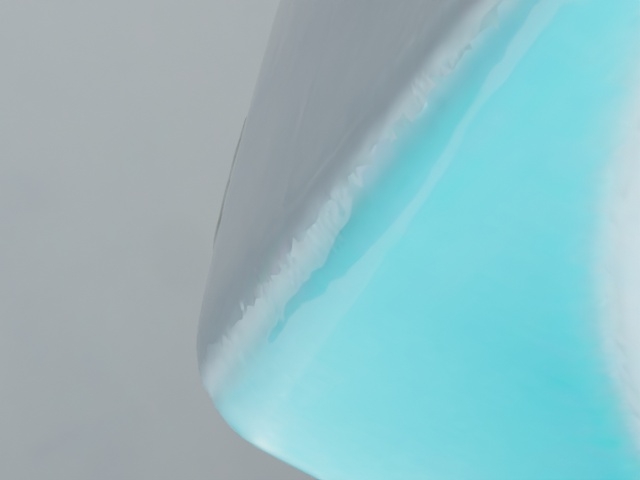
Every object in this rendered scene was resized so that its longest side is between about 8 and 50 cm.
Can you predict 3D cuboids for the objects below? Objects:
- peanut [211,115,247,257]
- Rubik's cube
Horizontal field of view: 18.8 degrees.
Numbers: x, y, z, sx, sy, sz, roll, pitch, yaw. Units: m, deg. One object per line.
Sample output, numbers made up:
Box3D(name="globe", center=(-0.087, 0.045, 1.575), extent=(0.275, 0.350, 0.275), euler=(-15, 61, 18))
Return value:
Box3D(name="peanut", center=(0.000, 0.000, 0.763), extent=(0.194, 0.083, 0.093), euler=(-82, -176, -47))
Box3D(name="Rubik's cube", center=(0.194, -0.086, 0.511), extent=(0.352, 0.351, 0.347), euler=(-47, -156, 57))
